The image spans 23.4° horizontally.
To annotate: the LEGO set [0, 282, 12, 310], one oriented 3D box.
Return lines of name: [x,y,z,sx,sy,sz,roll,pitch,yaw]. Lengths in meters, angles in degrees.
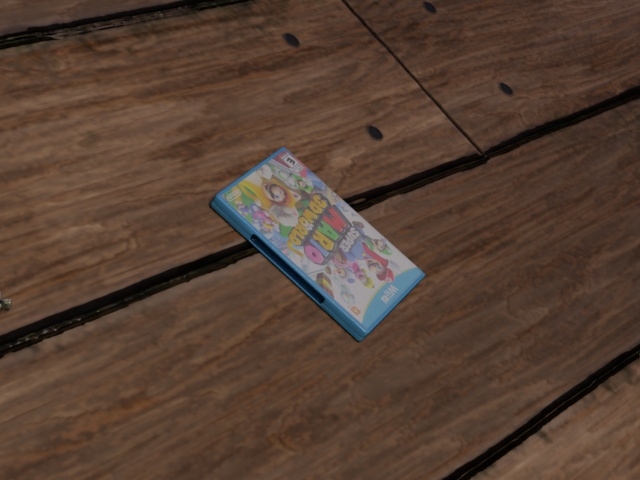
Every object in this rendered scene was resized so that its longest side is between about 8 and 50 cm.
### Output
LEGO set: [-0.243,0.028,1.035,0.083,0.023,0.054,5,47,-38]

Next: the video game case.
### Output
video game case: [0.000,0.000,1.285,0.166,0.015,0.119,42,36,5]
